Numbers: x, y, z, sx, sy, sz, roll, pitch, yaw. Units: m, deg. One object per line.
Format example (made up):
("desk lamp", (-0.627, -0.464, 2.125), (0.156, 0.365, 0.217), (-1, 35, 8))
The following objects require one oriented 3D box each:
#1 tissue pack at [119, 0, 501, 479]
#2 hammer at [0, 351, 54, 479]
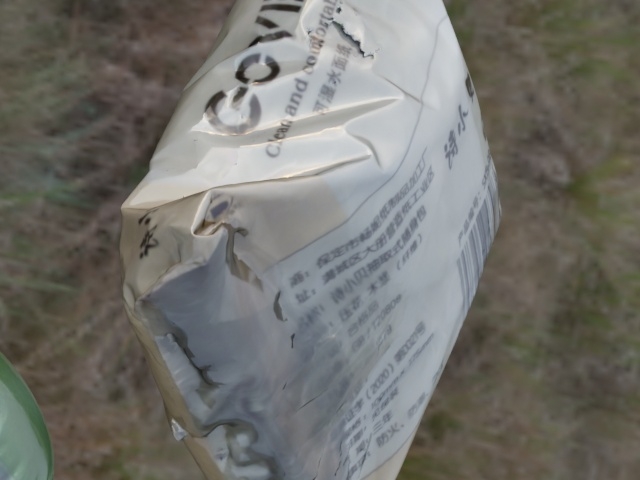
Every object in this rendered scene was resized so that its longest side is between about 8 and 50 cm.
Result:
("tissue pack", (0.000, 0.000, 1.283), (0.390, 0.195, 0.375), (75, 28, -48))
("hammer", (-0.285, 0.058, 0.954), (0.206, 0.335, 0.119), (-32, 142, -9))
